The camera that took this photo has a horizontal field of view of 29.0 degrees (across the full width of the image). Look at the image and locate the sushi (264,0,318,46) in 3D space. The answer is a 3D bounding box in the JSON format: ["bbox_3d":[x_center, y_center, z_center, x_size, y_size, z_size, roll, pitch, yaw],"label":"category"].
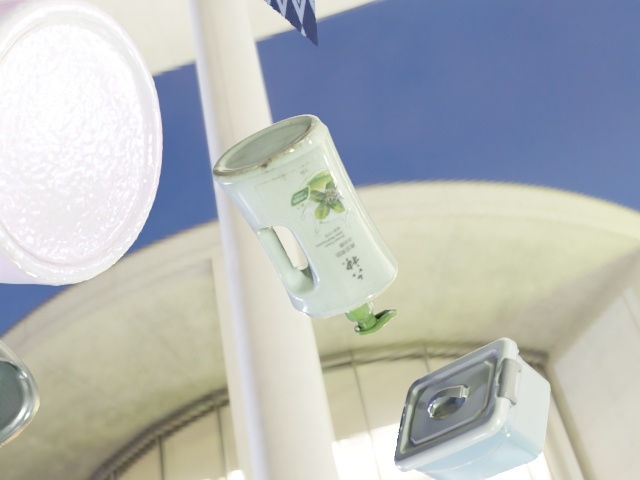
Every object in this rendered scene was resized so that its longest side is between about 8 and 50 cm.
[{"bbox_3d":[-0.023,-0.340,1.264,0.047,0.219,0.231,-12,-63,-14],"label":"sushi"}]

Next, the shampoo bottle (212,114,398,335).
[{"bbox_3d":[0.000,0.000,1.218,0.118,0.087,0.234,-24,-64,11],"label":"shampoo bottle"}]

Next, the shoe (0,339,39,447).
[{"bbox_3d":[-0.352,0.086,1.057,0.108,0.241,0.093,-46,-16,-5],"label":"shoe"}]

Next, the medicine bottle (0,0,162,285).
[{"bbox_3d":[-0.325,-0.078,0.913,0.388,0.219,0.219,4,-37,32],"label":"medicine bottle"}]

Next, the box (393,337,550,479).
[{"bbox_3d":[0.215,0.252,1.764,0.130,0.162,0.227,36,-44,-22],"label":"box"}]
